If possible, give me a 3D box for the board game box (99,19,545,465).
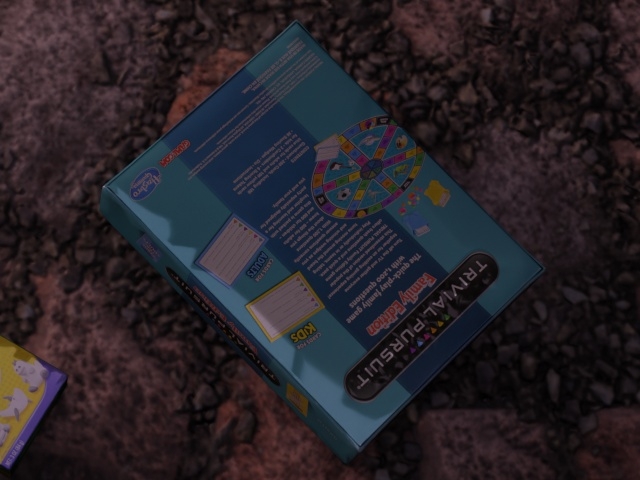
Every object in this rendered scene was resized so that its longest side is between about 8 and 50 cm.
[{"bbox_3d":[0.000,0.000,1.772,0.254,0.079,0.336,-42,84,-18],"label":"board game box"}]

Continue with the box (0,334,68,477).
[{"bbox_3d":[-0.328,0.122,1.700,0.179,0.043,0.105,29,70,2],"label":"box"}]
